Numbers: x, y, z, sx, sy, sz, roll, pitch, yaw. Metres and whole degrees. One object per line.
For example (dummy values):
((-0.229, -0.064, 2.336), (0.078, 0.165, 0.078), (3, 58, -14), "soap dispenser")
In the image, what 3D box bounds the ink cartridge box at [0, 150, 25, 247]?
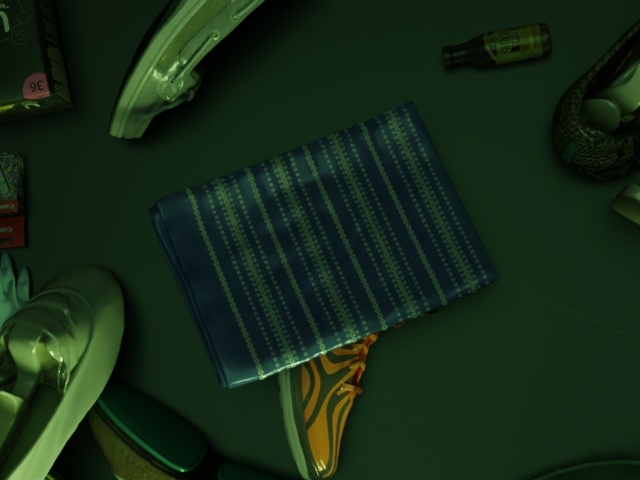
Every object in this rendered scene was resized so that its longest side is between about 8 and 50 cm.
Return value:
((-0.397, -0.049, 1.571), (0.062, 0.029, 0.115), (-6, 78, 6), "ink cartridge box")

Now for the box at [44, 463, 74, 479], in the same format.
((-0.283, 0.337, 1.518), (0.169, 0.054, 0.059), (37, 90, 7), "box")

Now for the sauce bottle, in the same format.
((0.209, -0.228, 1.519), (0.128, 0.042, 0.042), (-12, 84, 4), "sauce bottle")

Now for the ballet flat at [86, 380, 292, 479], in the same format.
((-0.145, 0.292, 1.493), (0.342, 0.116, 0.124), (26, 108, 4), "ballet flat")

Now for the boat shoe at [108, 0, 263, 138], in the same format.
((-0.142, -0.239, 1.503), (0.103, 0.118, 0.320), (33, 105, -15), "boat shoe")

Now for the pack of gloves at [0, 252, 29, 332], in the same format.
((-0.449, 0.126, 1.559), (0.195, 0.046, 0.232), (-5, 85, 7), "pack of gloves")

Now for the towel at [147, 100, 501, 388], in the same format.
((0.000, 0.000, 1.431), (0.336, 0.040, 0.243), (-22, 71, -7), "towel")

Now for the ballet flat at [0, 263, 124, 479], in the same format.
((-0.330, 0.170, 1.418), (0.139, 0.139, 0.400), (19, 59, 7), "ballet flat")

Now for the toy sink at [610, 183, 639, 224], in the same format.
((0.463, -0.043, 1.422), (0.234, 0.153, 0.131), (30, 89, 9), "toy sink")

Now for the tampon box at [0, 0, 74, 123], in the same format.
((-0.383, -0.234, 1.553), (0.120, 0.101, 0.161), (-12, 84, 6), "tampon box")

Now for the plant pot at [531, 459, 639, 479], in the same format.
((0.303, 0.400, 1.357), (0.293, 0.293, 0.196), (-20, 110, 4), "plant pot")

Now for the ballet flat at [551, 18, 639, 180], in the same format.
((0.458, -0.251, 1.424), (0.483, 0.182, 0.164), (-42, 81, 1), "ballet flat")

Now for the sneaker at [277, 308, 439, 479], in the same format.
((0.046, 0.113, 1.467), (0.180, 0.124, 0.321), (-2, 85, 7), "sneaker")
